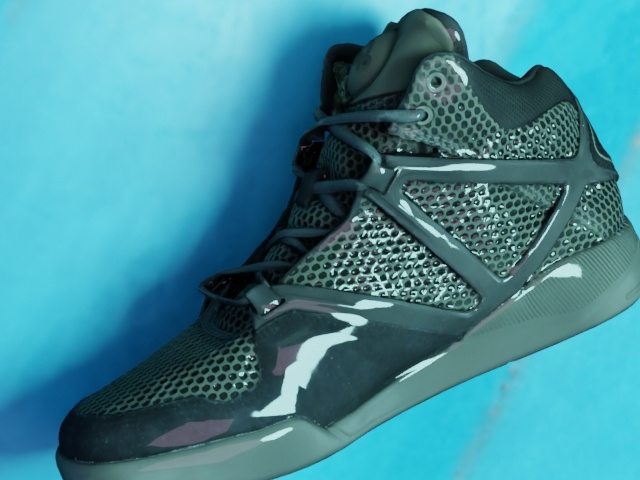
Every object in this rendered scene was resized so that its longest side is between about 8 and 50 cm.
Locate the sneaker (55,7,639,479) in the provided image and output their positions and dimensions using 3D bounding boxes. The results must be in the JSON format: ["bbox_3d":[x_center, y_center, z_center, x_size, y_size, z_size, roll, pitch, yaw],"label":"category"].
[{"bbox_3d":[0.000,0.000,0.682,0.227,0.087,0.130,-25,107,-18],"label":"sneaker"}]
